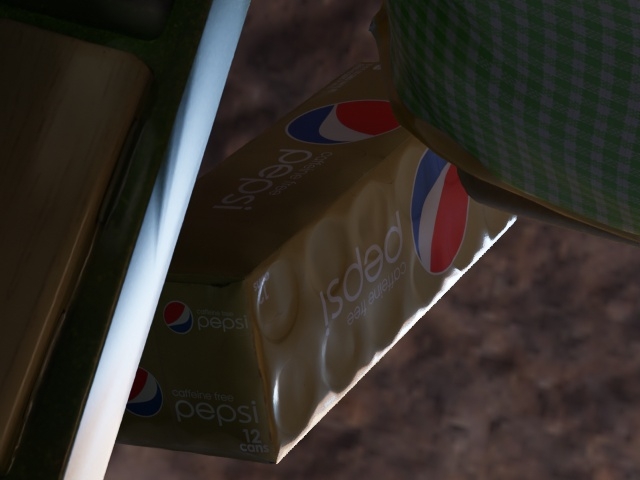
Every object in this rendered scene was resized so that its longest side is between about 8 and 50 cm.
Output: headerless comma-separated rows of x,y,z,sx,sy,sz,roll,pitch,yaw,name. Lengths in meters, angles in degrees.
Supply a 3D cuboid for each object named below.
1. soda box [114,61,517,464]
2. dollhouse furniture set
0.000,0.000,0.631,0.058,0.181,0.061,4,-65,28,soda box
0.000,-0.011,0.374,0.302,0.151,0.197,15,-14,15,dollhouse furniture set
